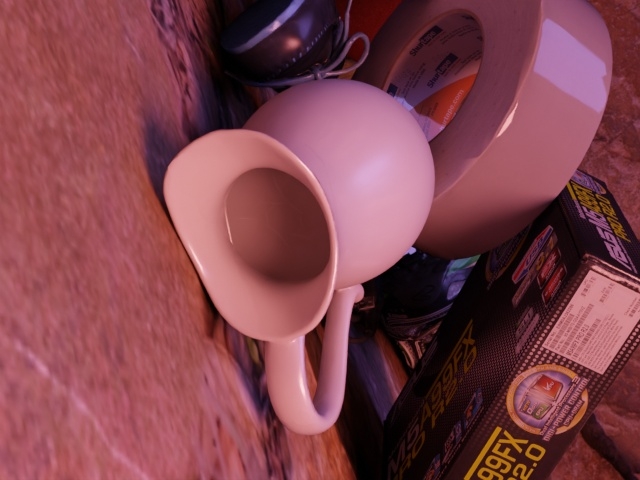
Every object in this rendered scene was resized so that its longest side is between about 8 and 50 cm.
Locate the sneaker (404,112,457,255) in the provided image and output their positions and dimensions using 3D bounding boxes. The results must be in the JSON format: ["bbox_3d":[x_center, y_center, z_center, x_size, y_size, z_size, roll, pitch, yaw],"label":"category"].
[{"bbox_3d":[0.073,-0.051,0.974,0.235,0.090,0.095,-45,118,-48],"label":"sneaker"}]

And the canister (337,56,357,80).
[{"bbox_3d":[0.045,-0.122,1.105,0.170,0.073,0.126,-93,160,-49],"label":"canister"}]

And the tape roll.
[{"bbox_3d":[0.102,-0.100,0.764,0.072,0.219,0.219,27,36,-29],"label":"tape roll"}]

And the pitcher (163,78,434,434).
[{"bbox_3d":[0.000,0.000,0.620,0.207,0.125,0.178,-45,127,-66],"label":"pitcher"}]

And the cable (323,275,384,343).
[{"bbox_3d":[-0.002,-0.018,0.816,0.150,0.047,0.184,54,21,-39],"label":"cable"}]

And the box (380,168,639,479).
[{"bbox_3d":[0.126,0.092,0.742,0.060,0.270,0.216,26,22,-6],"label":"box"}]

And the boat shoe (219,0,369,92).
[{"bbox_3d":[-0.008,-0.159,0.823,0.089,0.109,0.258,57,17,-14],"label":"boat shoe"}]

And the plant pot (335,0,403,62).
[{"bbox_3d":[0.109,-0.304,1.058,0.267,0.267,0.236,-36,152,-47],"label":"plant pot"}]

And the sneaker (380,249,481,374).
[{"bbox_3d":[0.132,0.081,1.034,0.343,0.134,0.146,37,36,-71],"label":"sneaker"}]
